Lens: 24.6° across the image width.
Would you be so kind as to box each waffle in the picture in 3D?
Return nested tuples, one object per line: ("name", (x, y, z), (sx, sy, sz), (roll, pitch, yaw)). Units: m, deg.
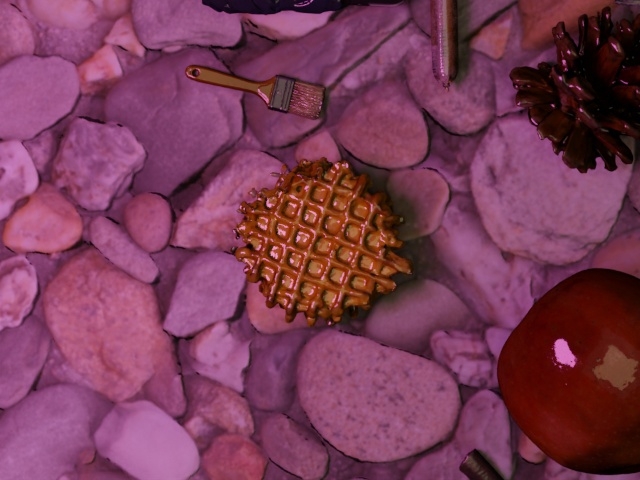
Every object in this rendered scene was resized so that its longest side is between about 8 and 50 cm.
("waffle", (0.000, 0.000, 1.724), (0.193, 0.070, 0.197), (-36, 88, 4))

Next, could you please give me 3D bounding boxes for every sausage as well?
("sausage", (0.143, -0.308, 1.717), (0.033, 0.033, 0.269), (-2, 93, 3))

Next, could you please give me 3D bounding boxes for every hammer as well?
("hammer", (0.273, 0.364, 1.751), (0.125, 0.027, 0.297), (-44, 90, 4))

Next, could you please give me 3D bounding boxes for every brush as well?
("brush", (-0.079, -0.182, 1.743), (0.170, 0.014, 0.043), (14, 92, 2))

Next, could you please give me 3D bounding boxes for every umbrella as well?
("umbrella", (-0.017, -0.291, 1.708), (0.248, 0.071, 0.070), (6, 93, 3))

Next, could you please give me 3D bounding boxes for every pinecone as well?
("pinecone", (0.321, -0.173, 1.660), (0.195, 0.150, 0.179), (-34, 85, 1))

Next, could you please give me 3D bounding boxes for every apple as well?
("apple", (0.316, 0.150, 1.635), (0.230, 0.230, 0.229), (0, 93, 2))

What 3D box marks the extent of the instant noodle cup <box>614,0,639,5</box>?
("instant noodle cup", (0.369, -0.385, 1.630), (0.230, 0.182, 0.230), (0, 93, 1))
